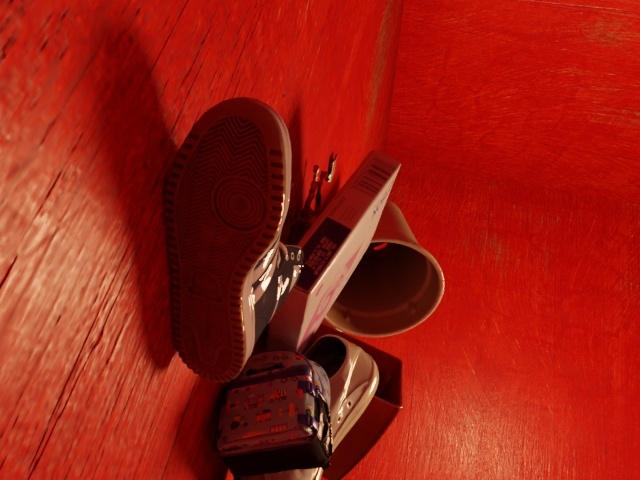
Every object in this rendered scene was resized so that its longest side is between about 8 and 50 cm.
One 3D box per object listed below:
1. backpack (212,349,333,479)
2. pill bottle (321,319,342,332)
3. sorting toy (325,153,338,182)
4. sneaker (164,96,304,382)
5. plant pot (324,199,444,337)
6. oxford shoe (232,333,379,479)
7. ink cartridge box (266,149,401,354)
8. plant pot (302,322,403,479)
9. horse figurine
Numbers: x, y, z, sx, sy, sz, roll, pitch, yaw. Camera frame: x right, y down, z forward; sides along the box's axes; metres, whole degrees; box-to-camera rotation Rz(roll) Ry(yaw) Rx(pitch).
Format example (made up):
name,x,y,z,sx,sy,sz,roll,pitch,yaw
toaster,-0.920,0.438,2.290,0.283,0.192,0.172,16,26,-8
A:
name,x,y,z,sx,sy,sz,roll,pitch,yaw
backpack,-0.063,0.225,0.664,0.173,0.158,0.116,-89,164,-50
pill bottle,0.012,0.269,1.356,0.184,0.103,0.103,77,26,-69
sorting toy,0.027,-0.175,1.164,0.083,0.012,0.062,-70,174,-60
sneaker,-0.068,-0.011,0.459,0.153,0.099,0.282,-56,163,-57
plant pot,0.143,0.040,1.304,0.305,0.334,0.333,-89,-176,-54
oxford shoe,-0.061,0.322,0.743,0.449,0.169,0.130,-49,118,-36
ink cartridge box,0.016,0.054,0.843,0.324,0.072,0.330,-54,165,-36
plant pot,0.013,0.358,1.055,0.267,0.267,0.235,-33,146,-78
horse figurine,-0.025,-0.032,0.837,0.263,0.066,0.174,-56,155,-68
